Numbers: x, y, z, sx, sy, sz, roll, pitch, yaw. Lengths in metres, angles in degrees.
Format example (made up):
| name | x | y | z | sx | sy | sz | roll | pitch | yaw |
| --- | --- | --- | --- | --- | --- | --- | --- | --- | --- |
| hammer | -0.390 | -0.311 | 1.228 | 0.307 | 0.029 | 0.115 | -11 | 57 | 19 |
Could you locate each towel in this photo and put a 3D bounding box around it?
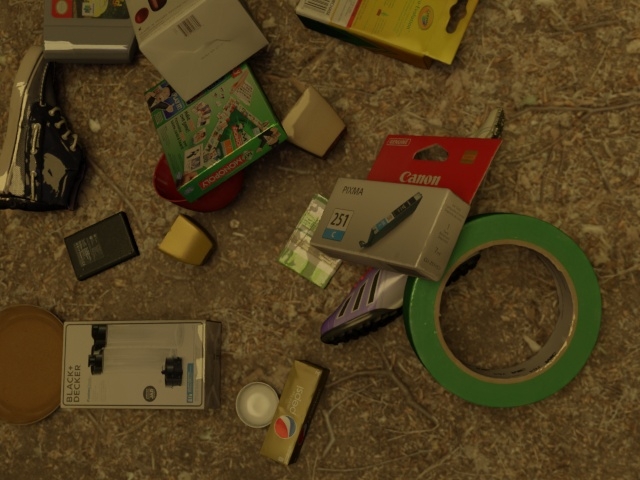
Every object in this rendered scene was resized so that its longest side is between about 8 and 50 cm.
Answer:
| name | x | y | z | sx | sy | sz | roll | pitch | yaw |
| --- | --- | --- | --- | --- | --- | --- | --- | --- | --- |
| towel | 0.000 | 0.000 | 1.608 | 0.113 | 0.023 | 0.152 | 31 | 90 | 16 |

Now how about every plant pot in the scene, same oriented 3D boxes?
| name | x | y | z | sx | sy | sz | roll | pitch | yaw |
| --- | --- | --- | --- | --- | --- | --- | --- | --- | --- |
| plant pot | -0.246 | 0.006 | 1.639 | 0.083 | 0.081 | 0.082 | 32 | 90 | 4 |
| plant pot | -0.010 | -0.209 | 1.602 | 0.096 | 0.109 | 0.109 | 39 | 92 | 3 |
| plant pot | -0.587 | 0.245 | 1.709 | 0.236 | 0.032 | 0.237 | -2 | 82 | 12 |

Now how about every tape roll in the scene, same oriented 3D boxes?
| name | x | y | z | sx | sy | sz | roll | pitch | yaw |
| --- | --- | --- | --- | --- | --- | --- | --- | --- | --- |
| tape roll | 0.301 | 0.113 | 1.439 | 0.321 | 0.077 | 0.322 | 0 | 94 | -2 |

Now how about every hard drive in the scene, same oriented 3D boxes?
| name | x | y | z | sx | sy | sz | roll | pitch | yaw |
| --- | --- | --- | --- | --- | --- | --- | --- | --- | --- |
| hard drive | -0.434 | 0.011 | 1.710 | 0.135 | 0.022 | 0.094 | -24 | 77 | 9 |

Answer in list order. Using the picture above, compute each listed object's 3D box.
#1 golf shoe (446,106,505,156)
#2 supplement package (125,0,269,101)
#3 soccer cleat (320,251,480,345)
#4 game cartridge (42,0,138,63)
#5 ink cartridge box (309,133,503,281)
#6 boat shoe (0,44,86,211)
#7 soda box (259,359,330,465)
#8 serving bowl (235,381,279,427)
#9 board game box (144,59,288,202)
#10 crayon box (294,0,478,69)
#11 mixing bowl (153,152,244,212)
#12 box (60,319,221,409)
| name | x | y | z | sx | sy | sz | roll | pitch | yaw |
| --- | --- | --- | --- | --- | --- | --- | --- | --- | --- |
| golf shoe | 0.268 | -0.168 | 1.547 | 0.086 | 0.069 | 0.176 | 26 | 88 | 21 |
| supplement package | -0.235 | -0.410 | 1.613 | 0.194 | 0.149 | 0.203 | -33 | 43 | 7 |
| soccer cleat | 0.124 | 0.072 | 1.528 | 0.318 | 0.108 | 0.116 | -32 | 74 | 3 |
| game cartridge | -0.453 | -0.499 | 1.739 | 0.195 | 0.060 | 0.294 | -1 | 76 | -10 |
| ink cartridge box | 0.135 | -0.078 | 1.462 | 0.296 | 0.066 | 0.261 | 11 | 73 | 54 |
| boat shoe | -0.538 | -0.216 | 1.731 | 0.158 | 0.127 | 0.341 | 10 | 84 | -2 |
| soda box | -0.045 | 0.308 | 1.555 | 0.058 | 0.061 | 0.181 | 19 | 87 | 16 |
| serving bowl | -0.112 | 0.302 | 1.589 | 0.083 | 0.027 | 0.083 | -2 | 82 | 14 |
| board game box | -0.203 | -0.235 | 1.601 | 0.213 | 0.046 | 0.317 | -32 | 46 | 7 |
| crayon box | 0.137 | -0.452 | 1.609 | 0.318 | 0.081 | 0.202 | 24 | 88 | 16 |
| mixing bowl | -0.212 | -0.121 | 1.621 | 0.181 | 0.098 | 0.182 | -17 | 51 | 21 |
| box | -0.337 | 0.235 | 1.622 | 0.289 | 0.087 | 0.169 | -1 | 82 | 13 |
